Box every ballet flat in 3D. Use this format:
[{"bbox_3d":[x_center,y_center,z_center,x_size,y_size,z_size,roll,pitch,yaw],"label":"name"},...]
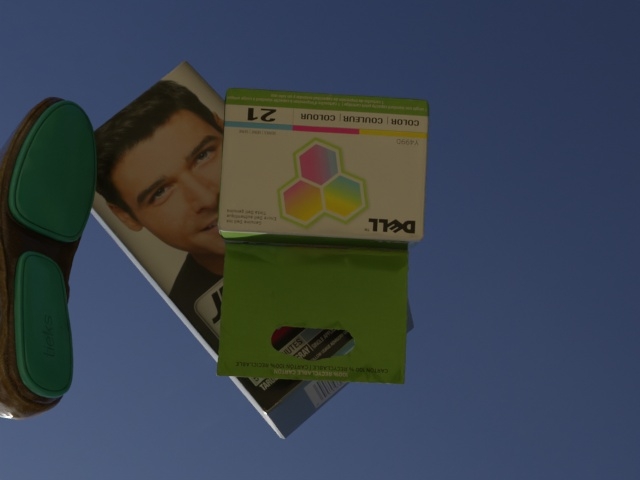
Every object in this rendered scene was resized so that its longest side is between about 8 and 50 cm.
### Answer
[{"bbox_3d":[-0.297,0.017,1.149,0.124,0.116,0.342,-20,-122,30],"label":"ballet flat"}]

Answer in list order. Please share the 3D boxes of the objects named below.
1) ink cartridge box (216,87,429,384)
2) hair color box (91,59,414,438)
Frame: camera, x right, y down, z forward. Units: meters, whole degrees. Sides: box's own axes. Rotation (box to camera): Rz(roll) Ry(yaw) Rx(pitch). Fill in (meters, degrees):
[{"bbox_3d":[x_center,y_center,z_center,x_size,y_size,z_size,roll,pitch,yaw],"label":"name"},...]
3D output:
[{"bbox_3d":[0.000,0.000,1.079,0.188,0.097,0.255,3,-98,-2],"label":"ink cartridge box"},{"bbox_3d":[-0.093,0.003,1.244,0.185,0.113,0.374,-40,-114,-9],"label":"hair color box"}]
